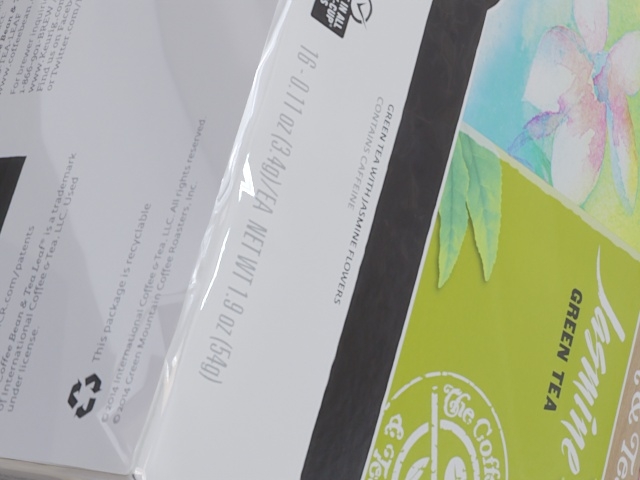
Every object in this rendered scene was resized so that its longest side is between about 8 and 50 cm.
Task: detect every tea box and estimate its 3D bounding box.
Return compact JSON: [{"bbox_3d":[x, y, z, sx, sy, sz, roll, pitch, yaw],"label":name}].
[{"bbox_3d":[0.000,0.000,0.815,0.323,0.220,0.329,30,69,-43],"label":"tea box"}]

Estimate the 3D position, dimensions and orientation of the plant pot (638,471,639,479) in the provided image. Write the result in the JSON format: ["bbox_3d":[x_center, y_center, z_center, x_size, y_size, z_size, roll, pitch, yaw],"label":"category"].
[{"bbox_3d":[0.240,0.213,1.165,0.174,0.191,0.191,28,41,-20],"label":"plant pot"}]
